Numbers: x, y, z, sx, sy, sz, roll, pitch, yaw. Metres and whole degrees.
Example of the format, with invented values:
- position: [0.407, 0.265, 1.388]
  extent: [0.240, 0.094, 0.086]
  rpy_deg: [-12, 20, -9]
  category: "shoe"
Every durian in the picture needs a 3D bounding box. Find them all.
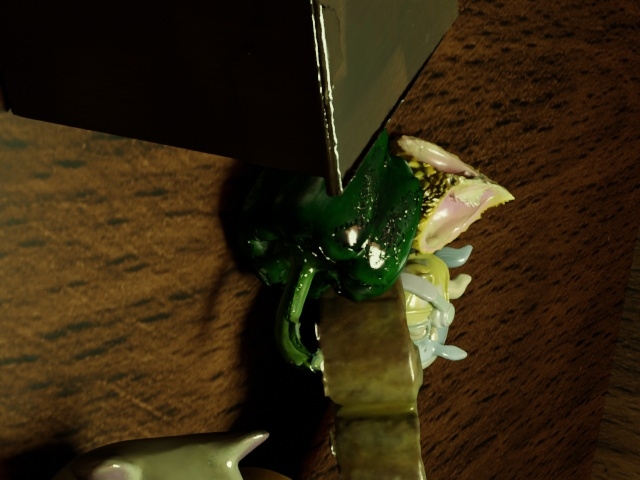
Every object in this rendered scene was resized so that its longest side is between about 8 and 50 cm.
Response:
- position: [0.148, -0.065, 2.064]
  extent: [0.165, 0.132, 0.182]
  rpy_deg: [66, 31, -19]
  category: "durian"

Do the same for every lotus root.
- position: [0.055, 0.195, 1.885]
  extent: [0.375, 0.111, 0.390]
  rpy_deg: [-124, -153, -84]
  category: "lotus root"

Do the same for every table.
- position: [-0.072, -0.206, 1.258]
  extent: [0.196, 0.282, 0.250]
  rpy_deg: [82, 29, -42]
  category: "table"

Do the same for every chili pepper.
- position: [0.000, 0.000, 1.696]
  extent: [0.165, 0.174, 0.261]
  rpy_deg: [72, 34, -49]
  category: "chili pepper"

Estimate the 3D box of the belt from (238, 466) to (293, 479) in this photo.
- position: [-0.072, 0.393, 1.680]
  extent: [0.122, 0.217, 0.338]
  rpy_deg: [-45, 143, -53]
  category: "belt"

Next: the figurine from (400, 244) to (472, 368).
- position: [0.121, 0.078, 2.118]
  extent: [0.183, 0.128, 0.208]
  rpy_deg: [69, 31, -50]
  category: "figurine"

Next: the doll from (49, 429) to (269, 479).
- position: [-0.164, 0.345, 1.455]
  extent: [0.215, 0.226, 0.370]
  rpy_deg: [-1, 94, -37]
  category: "doll"
